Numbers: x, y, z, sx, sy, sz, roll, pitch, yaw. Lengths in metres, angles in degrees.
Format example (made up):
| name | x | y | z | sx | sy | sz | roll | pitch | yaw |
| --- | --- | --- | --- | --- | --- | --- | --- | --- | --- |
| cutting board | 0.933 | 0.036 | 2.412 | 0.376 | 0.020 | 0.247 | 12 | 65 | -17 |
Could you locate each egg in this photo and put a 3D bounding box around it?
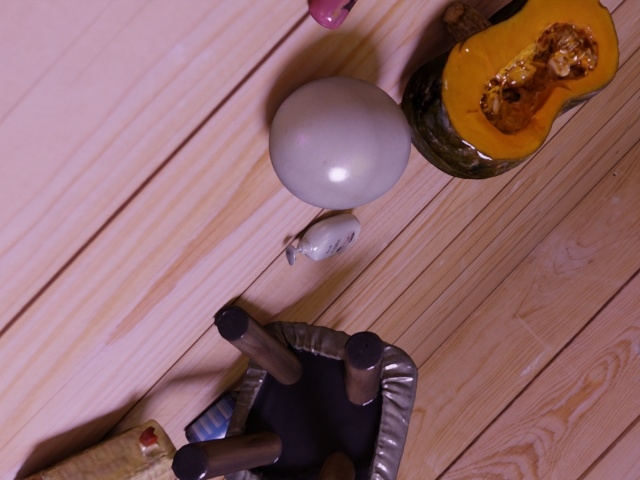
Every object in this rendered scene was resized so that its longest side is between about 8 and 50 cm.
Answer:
| name | x | y | z | sx | sy | sz | roll | pitch | yaw |
| --- | --- | --- | --- | --- | --- | --- | --- | --- | --- |
| egg | 0.028 | -0.113 | 0.722 | 0.151 | 0.151 | 0.209 | -57 | 163 | 25 |

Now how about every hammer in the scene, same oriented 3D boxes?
| name | x | y | z | sx | sy | sz | roll | pitch | yaw |
| --- | --- | --- | --- | --- | --- | --- | --- | --- | --- |
| hammer | 0.022 | -0.253 | 0.619 | 0.083 | 0.043 | 0.043 | -52 | 156 | 16 |

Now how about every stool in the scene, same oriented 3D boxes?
| name | x | y | z | sx | sy | sz | roll | pitch | yaw |
| --- | --- | --- | --- | --- | --- | --- | --- | --- | --- |
| stool | -0.027 | 0.276 | 0.977 | 0.226 | 0.310 | 0.310 | 50 | 52 | -67 |

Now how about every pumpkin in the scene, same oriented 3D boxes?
| name | x | y | z | sx | sy | sz | roll | pitch | yaw |
| --- | --- | --- | --- | --- | --- | --- | --- | --- | --- |
| pumpkin | 0.248 | -0.234 | 0.854 | 0.317 | 0.221 | 0.139 | -39 | -177 | -13 |

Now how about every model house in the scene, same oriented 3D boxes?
| name | x | y | z | sx | sy | sz | roll | pitch | yaw |
| --- | --- | --- | --- | --- | --- | --- | --- | --- | --- |
| model house | -0.332 | 0.382 | 0.915 | 0.196 | 0.160 | 0.254 | -14 | 139 | -52 |

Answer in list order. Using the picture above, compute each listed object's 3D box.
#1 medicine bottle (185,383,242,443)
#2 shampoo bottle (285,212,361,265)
| name | x | y | z | sx | sy | sz | roll | pitch | yaw |
| --- | --- | --- | --- | --- | --- | --- | --- | --- | --- |
| medicine bottle | -0.165 | 0.337 | 1.215 | 0.203 | 0.083 | 0.083 | -42 | 157 | -13 |
| shampoo bottle | 0.000 | 0.000 | 0.989 | 0.152 | 0.045 | 0.077 | -16 | 143 | -48 |
